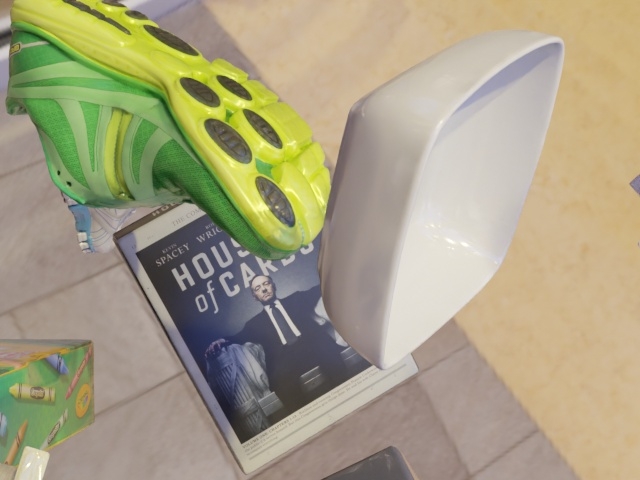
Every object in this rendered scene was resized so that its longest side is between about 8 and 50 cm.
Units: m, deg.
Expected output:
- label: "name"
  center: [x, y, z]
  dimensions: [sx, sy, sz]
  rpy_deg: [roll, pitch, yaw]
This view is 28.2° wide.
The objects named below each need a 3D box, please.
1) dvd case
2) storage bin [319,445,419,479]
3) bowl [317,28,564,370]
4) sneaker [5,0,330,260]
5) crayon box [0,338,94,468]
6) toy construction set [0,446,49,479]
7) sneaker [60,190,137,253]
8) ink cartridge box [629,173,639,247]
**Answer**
- label: "dvd case"
  center: [-0.040, 0.055, 1.066]
  dimensions: [0.179, 0.029, 0.238]
  rpy_deg: [-30, 111, -10]
- label: "storage bin"
  center: [0.028, 0.182, 0.750]
  dimensions: [0.091, 0.135, 0.098]
  rpy_deg: [-32, 117, 1]
- label: "bowl"
  center: [0.049, -0.027, 0.579]
  dimensions: [0.053, 0.142, 0.142]
  rpy_deg: [27, 36, 22]
- label: "sneaker"
  center: [-0.107, -0.065, 0.847]
  dimensions: [0.295, 0.123, 0.109]
  rpy_deg: [37, 28, 33]
- label: "crayon box"
  center: [-0.300, 0.131, 1.022]
  dimensions: [0.165, 0.278, 0.081]
  rpy_deg: [0, 92, 6]
- label: "toy construction set"
  center: [-0.234, 0.112, 0.443]
  dimensions: [0.328, 0.215, 0.151]
  rpy_deg: [8, 44, -20]
- label: "sneaker"
  center: [-0.211, -0.038, 1.297]
  dimensions: [0.083, 0.190, 0.071]
  rpy_deg: [0, 67, -1]
- label: "ink cartridge box"
  center: [0.397, -0.063, 1.353]
  dimensions: [0.060, 0.180, 0.104]
  rpy_deg: [52, 10, 29]
